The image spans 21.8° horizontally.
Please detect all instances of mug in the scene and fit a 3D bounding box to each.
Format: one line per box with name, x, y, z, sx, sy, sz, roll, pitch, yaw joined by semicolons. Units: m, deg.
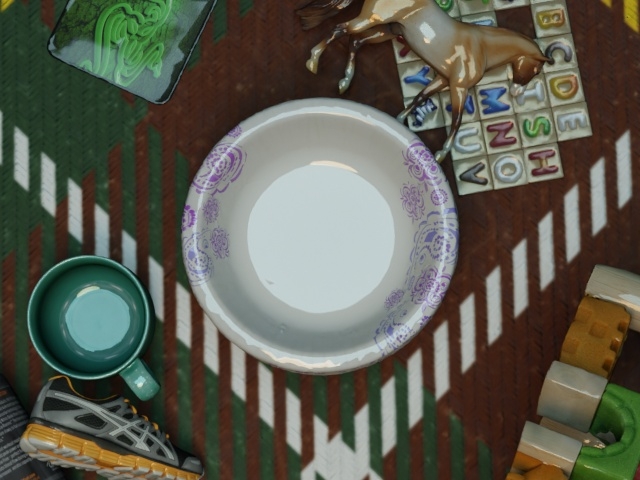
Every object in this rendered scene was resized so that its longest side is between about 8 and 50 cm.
mug;-0.238;0.097;1.765;0.130;0.097;0.157;-6;85;-1

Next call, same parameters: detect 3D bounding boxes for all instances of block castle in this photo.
block castle;0.273;0.273;1.561;0.213;0.303;0.453;21;46;11

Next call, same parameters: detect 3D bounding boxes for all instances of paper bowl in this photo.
paper bowl;0.000;0.000;1.749;0.284;0.148;0.284;0;85;0

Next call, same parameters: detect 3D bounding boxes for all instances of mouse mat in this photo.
mouse mat;-0.200;-0.262;1.849;0.153;0.007;0.189;24;86;3

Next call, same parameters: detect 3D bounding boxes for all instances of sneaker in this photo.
sneaker;-0.207;0.204;1.729;0.215;0.084;0.083;26;59;-36

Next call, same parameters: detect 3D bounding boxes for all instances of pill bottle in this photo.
pill bottle;-0.354;0.226;1.737;0.130;0.130;0.245;-32;85;-3

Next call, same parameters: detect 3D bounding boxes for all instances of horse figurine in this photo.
horse figurine;0.100;-0.208;1.803;0.263;0.066;0.174;36;91;2

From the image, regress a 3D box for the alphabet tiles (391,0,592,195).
alphabet tiles;0.188;-0.174;1.835;0.198;0.009;0.237;-10;84;-1
